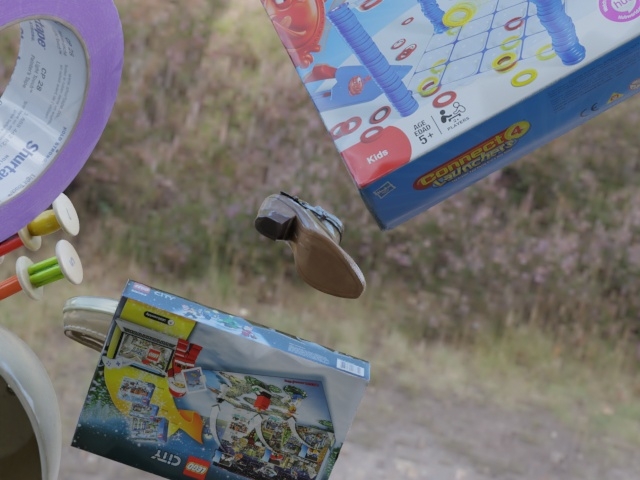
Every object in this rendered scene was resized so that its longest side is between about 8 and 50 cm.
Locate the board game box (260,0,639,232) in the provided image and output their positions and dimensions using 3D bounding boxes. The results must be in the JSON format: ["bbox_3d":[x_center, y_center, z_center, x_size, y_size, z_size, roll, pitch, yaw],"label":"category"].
[{"bbox_3d":[0.115,-0.211,1.250,0.302,0.308,0.086,63,5,29],"label":"board game box"}]

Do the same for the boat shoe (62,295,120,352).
[{"bbox_3d":[-0.138,0.143,1.486,0.302,0.098,0.109,22,-14,13],"label":"boat shoe"}]

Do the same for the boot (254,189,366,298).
[{"bbox_3d":[0.000,0.000,1.199,0.118,0.042,0.087,38,20,11],"label":"boot"}]

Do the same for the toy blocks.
[{"bbox_3d":[-0.346,0.022,1.660,0.148,0.054,0.123,-21,52,12],"label":"toy blocks"}]

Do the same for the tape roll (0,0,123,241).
[{"bbox_3d":[-0.294,-0.124,1.248,0.090,0.274,0.275,34,23,23],"label":"tape roll"}]

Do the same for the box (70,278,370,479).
[{"bbox_3d":[-0.091,0.148,1.335,0.233,0.159,0.044,20,19,-5],"label":"box"}]

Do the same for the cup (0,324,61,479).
[{"bbox_3d":[-0.431,0.210,1.679,0.331,0.331,0.237,13,14,5],"label":"cup"}]
